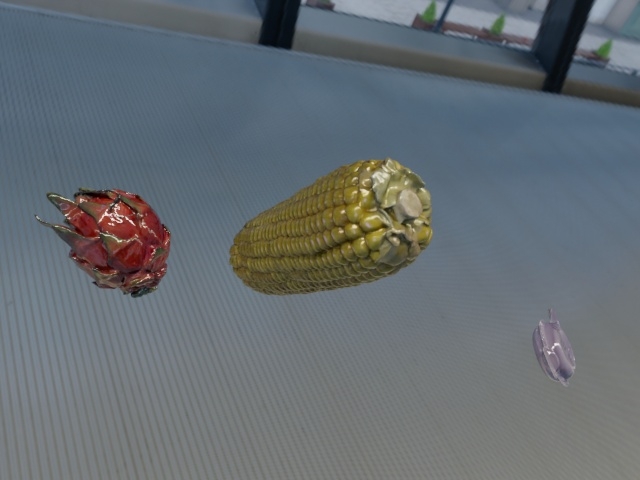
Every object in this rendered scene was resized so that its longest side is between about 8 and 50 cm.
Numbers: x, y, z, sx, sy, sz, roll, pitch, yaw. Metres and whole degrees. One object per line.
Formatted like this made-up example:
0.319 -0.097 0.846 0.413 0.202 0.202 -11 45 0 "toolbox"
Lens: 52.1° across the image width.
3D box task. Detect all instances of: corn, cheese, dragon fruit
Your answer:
0.000 0.000 0.826 0.144 0.387 0.143 7 74 -26 "corn"
0.367 0.168 1.020 0.191 0.042 0.105 -11 79 -62 "cheese"
-0.400 -0.008 1.255 0.274 0.193 0.192 50 1 -17 "dragon fruit"
